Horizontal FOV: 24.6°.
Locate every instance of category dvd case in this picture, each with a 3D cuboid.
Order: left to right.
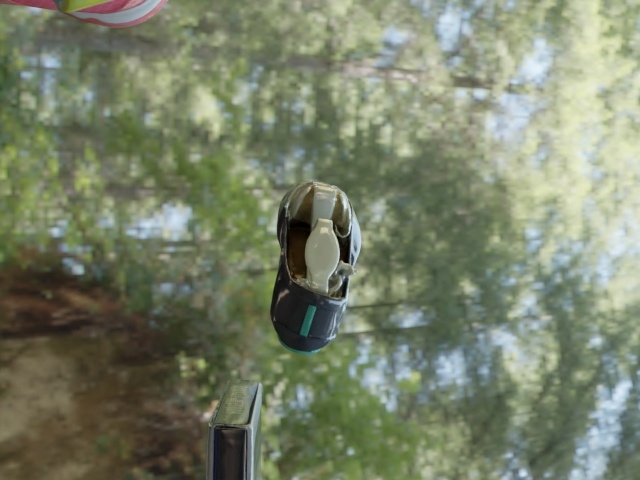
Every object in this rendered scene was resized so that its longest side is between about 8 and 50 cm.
[{"bbox_3d":[-0.055,0.217,0.916,0.179,0.029,0.238,-103,-165,-87],"label":"dvd case"}]

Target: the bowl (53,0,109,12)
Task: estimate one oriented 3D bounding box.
[{"bbox_3d":[-0.057,-0.244,0.578,0.289,0.156,0.289,168,-90,-78],"label":"bowl"}]

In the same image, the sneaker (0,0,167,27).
[{"bbox_3d":[-0.273,-0.245,1.157,0.136,0.314,0.116,-134,-130,-87],"label":"sneaker"}]

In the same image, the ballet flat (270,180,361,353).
[{"bbox_3d":[0.000,0.000,1.151,0.074,0.074,0.203,-51,-160,35],"label":"ballet flat"}]
